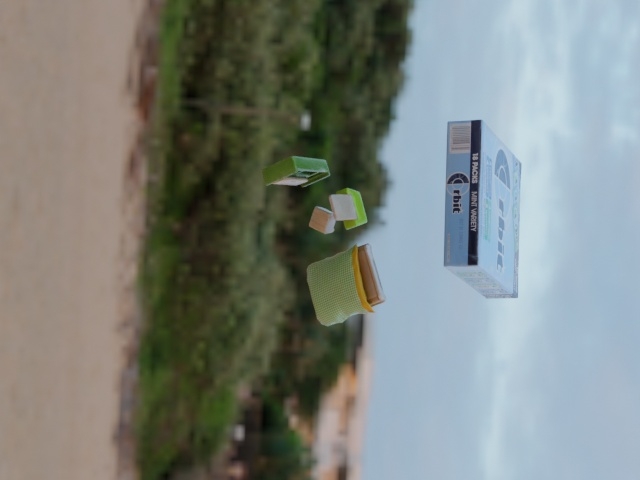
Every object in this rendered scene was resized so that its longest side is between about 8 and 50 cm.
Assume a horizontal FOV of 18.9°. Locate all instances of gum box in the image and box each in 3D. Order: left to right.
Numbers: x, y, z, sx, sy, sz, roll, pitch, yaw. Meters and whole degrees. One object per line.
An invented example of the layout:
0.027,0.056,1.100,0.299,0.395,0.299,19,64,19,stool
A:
0.175,-0.030,2.063,0.184,0.041,0.157,31,59,-67,gum box

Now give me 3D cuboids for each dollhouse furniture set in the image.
0.000,0.000,1.730,0.059,0.076,0.151,-1,73,-55,dollhouse furniture set
